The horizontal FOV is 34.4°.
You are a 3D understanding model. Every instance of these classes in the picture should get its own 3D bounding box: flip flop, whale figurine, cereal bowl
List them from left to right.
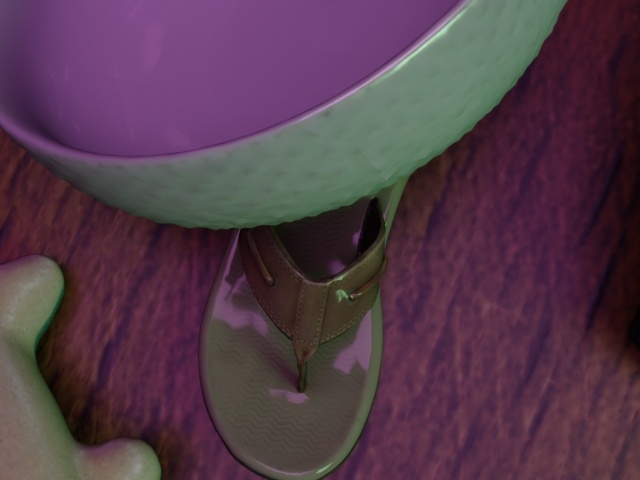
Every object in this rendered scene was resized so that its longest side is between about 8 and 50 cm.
[{"bbox_3d":[-0.195,0.142,0.577,0.216,0.141,0.272,-6,59,-4],"label":"whale figurine"},{"bbox_3d":[-0.017,-0.147,0.554,0.339,0.141,0.339,-13,57,20],"label":"cereal bowl"},{"bbox_3d":[0.000,0.000,0.595,0.112,0.080,0.277,17,84,4],"label":"flip flop"}]

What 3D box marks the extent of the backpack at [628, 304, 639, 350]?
[{"bbox_3d":[0.327,-0.086,0.510,0.290,0.273,0.355,13,64,44],"label":"backpack"}]
